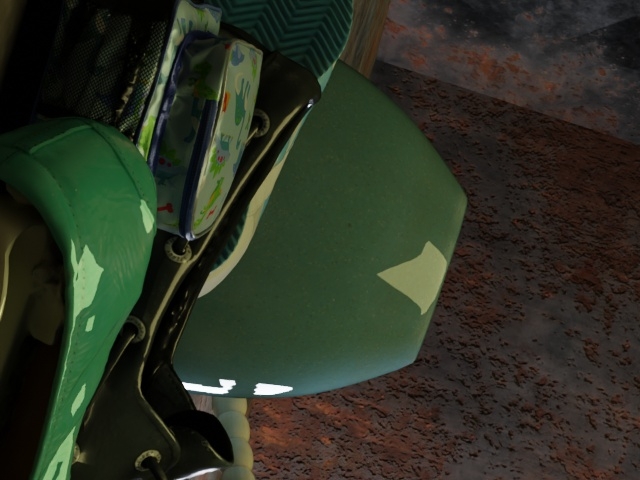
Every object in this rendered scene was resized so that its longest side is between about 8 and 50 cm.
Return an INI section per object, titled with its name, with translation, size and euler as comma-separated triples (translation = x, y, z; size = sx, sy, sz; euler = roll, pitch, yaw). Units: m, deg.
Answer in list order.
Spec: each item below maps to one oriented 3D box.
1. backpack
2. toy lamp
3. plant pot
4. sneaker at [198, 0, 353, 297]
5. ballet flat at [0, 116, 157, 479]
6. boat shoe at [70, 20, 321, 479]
[backpack]
translation = -0.073, -0.040, 0.676
size = 0.105, 0.084, 0.114
euler = -30, 141, -83
[toy lamp]
translation = -0.074, 0.162, 1.448
size = 0.080, 0.080, 0.275
euler = 105, -18, -52
[plant pot]
translation = 0.000, 0.000, 1.355
size = 0.290, 0.195, 0.290
euler = 18, 90, -87
[sneaker]
translation = -0.054, -0.070, 1.045
size = 0.229, 0.087, 0.092
euler = -63, -178, -23
[ballet flat]
translation = -0.126, 0.074, 0.598
size = 0.087, 0.083, 0.247
euler = -3, 113, -62
[boat shoe]
translation = -0.086, 0.063, 0.789
size = 0.127, 0.113, 0.340
euler = -9, 118, -88
